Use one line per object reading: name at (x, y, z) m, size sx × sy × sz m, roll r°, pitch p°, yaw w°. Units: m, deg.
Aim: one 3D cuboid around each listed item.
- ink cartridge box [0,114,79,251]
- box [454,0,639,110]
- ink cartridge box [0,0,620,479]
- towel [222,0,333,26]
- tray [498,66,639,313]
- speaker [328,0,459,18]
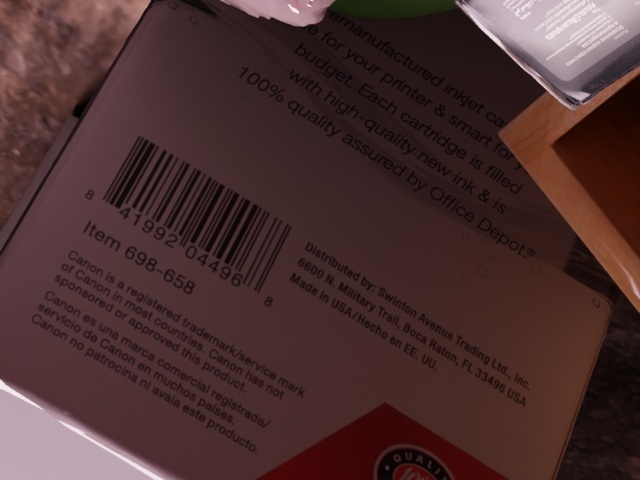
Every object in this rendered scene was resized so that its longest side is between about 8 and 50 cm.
ink cartridge box at (-0.081, 0.051, 0.903) m, size 0.176 × 0.127 × 0.128 m, roll 26°, pitch 144°, yaw -1°
box at (0.143, -0.149, 0.469) m, size 0.051 × 0.175 × 0.220 m, roll 39°, pitch 142°, yaw -12°
ink cartridge box at (0.000, 0.000, 0.667) m, size 0.197 × 0.273 × 0.114 m, roll 32°, pitch 148°, yaw -10°
towel at (-0.133, -0.215, 0.506) m, size 0.332 × 0.053 × 0.317 m, roll 51°, pitch 174°, yaw -24°
tray at (0.256, -0.070, 0.465) m, size 0.203 × 0.076 × 0.411 m, roll 52°, pitch 129°, yaw 3°
speaker at (0.003, -0.209, 0.521) m, size 0.131 × 0.131 × 0.296 m, roll 8°, pitch 142°, yaw 22°
